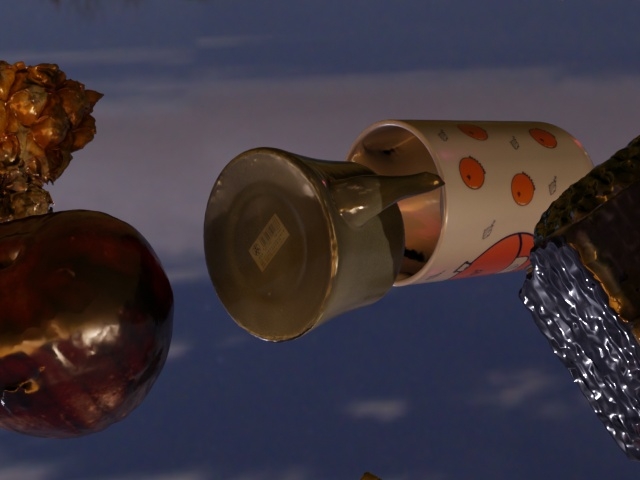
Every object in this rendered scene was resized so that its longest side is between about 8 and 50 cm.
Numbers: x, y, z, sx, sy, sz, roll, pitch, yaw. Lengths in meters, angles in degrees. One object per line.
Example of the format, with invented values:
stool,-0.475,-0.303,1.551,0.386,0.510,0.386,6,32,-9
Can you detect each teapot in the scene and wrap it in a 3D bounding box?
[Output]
teapot,0.000,0.000,1.352,0.149,0.162,0.239,-10,161,-44

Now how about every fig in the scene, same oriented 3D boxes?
fig,-0.204,0.097,1.305,0.204,0.249,0.186,-18,-146,12

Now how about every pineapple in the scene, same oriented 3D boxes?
pineapple,-0.336,-0.077,1.507,0.250,0.140,0.164,-19,-128,6

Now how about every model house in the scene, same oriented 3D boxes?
model house,0.316,0.019,1.190,0.298,0.243,0.284,-34,178,17

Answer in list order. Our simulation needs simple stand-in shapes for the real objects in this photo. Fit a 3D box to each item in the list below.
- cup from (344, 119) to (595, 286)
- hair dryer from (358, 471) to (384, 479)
cup,0.211,-0.059,2.087,0.317,0.212,0.212,-5,-166,-38
hair dryer,0.158,0.340,1.828,0.279,0.135,0.090,26,-145,27
